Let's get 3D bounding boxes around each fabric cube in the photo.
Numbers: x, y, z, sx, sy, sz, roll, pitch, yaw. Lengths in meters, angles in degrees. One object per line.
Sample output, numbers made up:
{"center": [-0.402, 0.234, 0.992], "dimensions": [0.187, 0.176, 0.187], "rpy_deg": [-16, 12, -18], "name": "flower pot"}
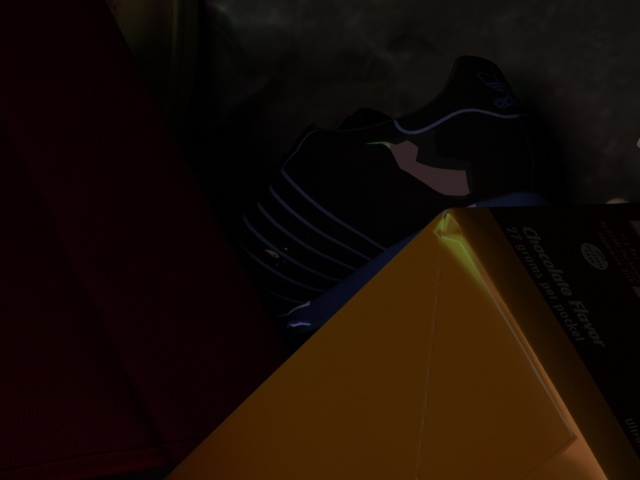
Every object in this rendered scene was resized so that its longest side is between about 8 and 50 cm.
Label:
{"center": [-0.202, 0.034, 0.773], "dimensions": [0.254, 0.259, 0.258], "rpy_deg": [-33, 74, 25], "name": "fabric cube"}

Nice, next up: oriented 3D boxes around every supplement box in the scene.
{"center": [0.079, 0.092, 0.697], "dimensions": [0.191, 0.194, 0.129], "rpy_deg": [-45, 63, 34], "name": "supplement box"}

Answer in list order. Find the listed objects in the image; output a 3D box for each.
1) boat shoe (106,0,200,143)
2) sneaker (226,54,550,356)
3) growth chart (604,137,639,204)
{"center": [-0.141, -0.055, 0.947], "dimensions": [0.121, 0.110, 0.341], "rpy_deg": [1, 87, 38], "name": "boat shoe"}
{"center": [0.000, 0.000, 0.857], "dimensions": [0.232, 0.081, 0.090], "rpy_deg": [-24, 69, 27], "name": "sneaker"}
{"center": [0.204, -0.061, 0.732], "dimensions": [0.172, 0.021, 0.237], "rpy_deg": [32, 108, 36], "name": "growth chart"}
